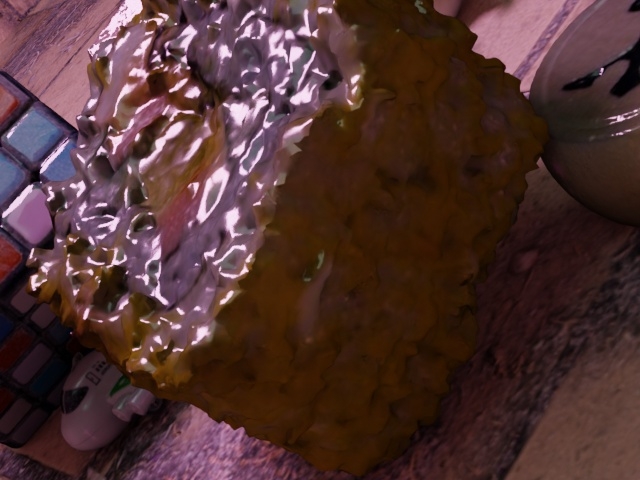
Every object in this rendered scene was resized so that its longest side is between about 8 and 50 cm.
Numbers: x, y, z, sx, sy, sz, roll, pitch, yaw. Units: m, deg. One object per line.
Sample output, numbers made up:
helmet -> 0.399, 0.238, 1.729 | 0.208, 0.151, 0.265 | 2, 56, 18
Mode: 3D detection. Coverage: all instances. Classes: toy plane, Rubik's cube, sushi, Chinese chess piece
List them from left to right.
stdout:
Rubik's cube -> -0.355, 0.001, 1.234 | 0.287, 0.292, 0.293 | -50, -16, -11
toy plane -> -0.197, 0.126, 1.176 | 0.174, 0.080, 0.174 | -34, 30, 23
sushi -> -0.034, -0.051, 0.901 | 0.396, 0.240, 0.351 | 27, 91, 55
Chinese chess piece -> 0.259, -0.118, 0.860 | 0.237, 0.092, 0.238 | -34, 26, 20

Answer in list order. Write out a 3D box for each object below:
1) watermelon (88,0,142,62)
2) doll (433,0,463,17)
watermelon -> -0.188, -0.199, 1.484 | 0.175, 0.260, 0.256 | 3, 63, 13
doll -> 0.051, -0.262, 1.339 | 0.296, 0.117, 0.141 | -24, 77, 41
